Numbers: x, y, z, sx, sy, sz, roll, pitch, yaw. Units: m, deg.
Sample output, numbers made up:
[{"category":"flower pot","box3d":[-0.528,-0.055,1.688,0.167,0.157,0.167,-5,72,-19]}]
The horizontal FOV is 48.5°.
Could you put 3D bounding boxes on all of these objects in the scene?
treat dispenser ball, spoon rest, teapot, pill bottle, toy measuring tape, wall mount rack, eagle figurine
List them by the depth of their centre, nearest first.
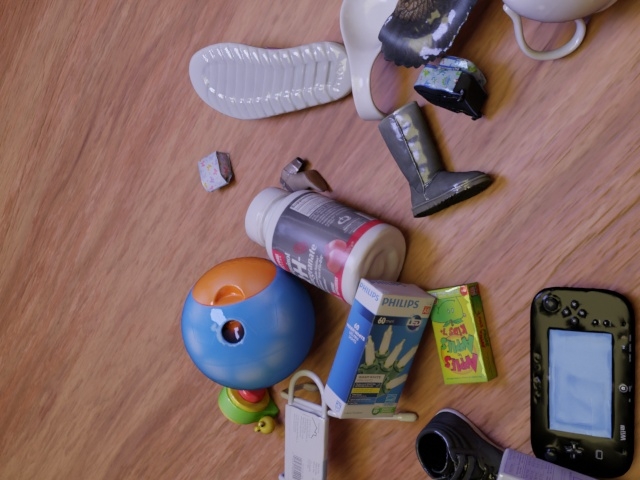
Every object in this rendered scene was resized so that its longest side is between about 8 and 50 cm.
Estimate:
[{"category":"teapot","box3d":[0.401,-0.432,1.078,0.256,0.187,0.252,173,112,-72]},{"category":"eagle figurine","box3d":[0.181,-0.468,1.199,0.225,0.298,0.226,40,77,12]},{"category":"spoon rest","box3d":[0.098,-0.376,1.379,0.137,0.084,0.276,1,92,29]},{"category":"pill bottle","box3d":[0.000,0.000,1.456,0.318,0.176,0.176,26,111,35]},{"category":"wall mount rack","box3d":[0.041,0.446,1.514,0.304,0.130,0.350,9,101,42]},{"category":"treat dispenser ball","box3d":[-0.154,0.178,1.531,0.288,0.288,0.288,5,98,39]},{"category":"toy measuring tape","box3d":[-0.221,0.335,1.717,0.330,0.121,0.121,49,123,24]}]

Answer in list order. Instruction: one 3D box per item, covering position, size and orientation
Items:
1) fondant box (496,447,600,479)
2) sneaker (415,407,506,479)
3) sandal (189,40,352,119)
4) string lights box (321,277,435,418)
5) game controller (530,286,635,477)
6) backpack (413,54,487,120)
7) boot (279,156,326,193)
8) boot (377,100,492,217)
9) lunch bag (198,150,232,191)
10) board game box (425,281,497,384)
[{"category":"fondant box","box3d":[0.428,0.515,1.154,0.330,0.096,0.238,16,106,17]},{"category":"sneaker","box3d":[0.294,0.426,1.283,0.296,0.147,0.104,34,113,30]},{"category":"sandal","box3d":[-0.099,-0.354,1.556,0.416,0.102,0.169,7,114,26]},{"category":"string lights box","box3d":[0.108,0.208,1.357,0.077,0.133,0.259,37,115,53]},{"category":"game controller","box3d":[0.438,0.236,1.194,0.166,0.067,0.319,2,97,39]},{"category":"backpack","box3d":[0.236,-0.281,1.281,0.114,0.105,0.084,22,86,39]},{"category":"boot","box3d":[-0.042,-0.123,1.570,0.118,0.042,0.087,52,130,24]},{"category":"boot","box3d":[0.211,-0.166,1.341,0.190,0.076,0.208,-23,74,37]},{"category":"lunch bag","box3d":[-0.254,-0.165,1.728,0.071,0.053,0.083,-24,70,36]},{"category":"board game box","box3d":[0.266,0.176,1.343,0.092,0.043,0.181,-14,86,39]}]
